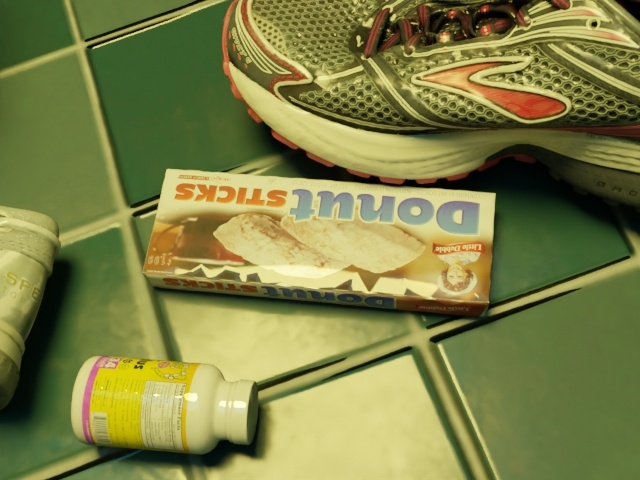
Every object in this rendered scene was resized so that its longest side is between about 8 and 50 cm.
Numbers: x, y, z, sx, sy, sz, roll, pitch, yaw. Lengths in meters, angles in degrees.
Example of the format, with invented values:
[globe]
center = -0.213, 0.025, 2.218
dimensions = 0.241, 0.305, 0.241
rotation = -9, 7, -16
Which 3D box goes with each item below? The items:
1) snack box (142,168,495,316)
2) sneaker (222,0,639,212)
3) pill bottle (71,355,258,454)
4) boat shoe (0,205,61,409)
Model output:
[snack box]
center = 0.000, 0.000, 0.476
dimensions = 0.178, 0.022, 0.064
rotation = 5, 64, 7
[sneaker]
center = 0.095, -0.100, 0.455
dimensions = 0.299, 0.112, 0.121
rotation = 7, 54, 11
[pill bottle]
center = -0.073, 0.080, 0.435
dimensions = 0.083, 0.043, 0.043
rotation = 3, 66, 6
[boat shoe]
center = -0.296, 0.006, 0.457
dimensions = 0.320, 0.118, 0.103
rotation = 10, 61, 6
